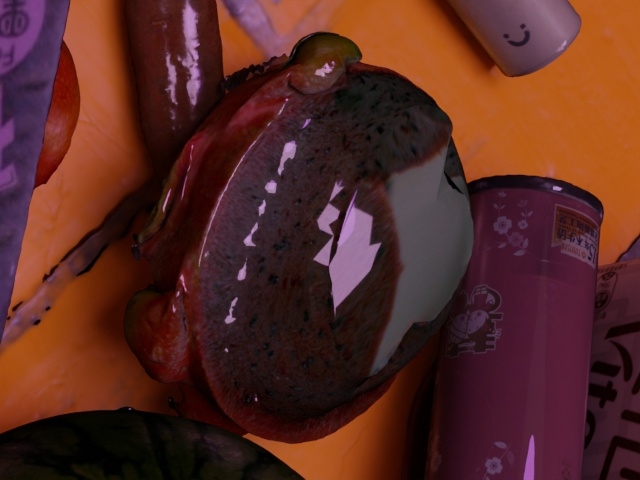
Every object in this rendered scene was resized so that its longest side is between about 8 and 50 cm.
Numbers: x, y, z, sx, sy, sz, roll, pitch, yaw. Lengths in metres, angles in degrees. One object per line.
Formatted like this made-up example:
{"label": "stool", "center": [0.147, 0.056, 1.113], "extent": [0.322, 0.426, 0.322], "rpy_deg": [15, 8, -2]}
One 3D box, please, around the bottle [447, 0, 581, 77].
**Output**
{"label": "bottle", "center": [0.104, -0.212, 1.121], "extent": [0.201, 0.072, 0.072], "rpy_deg": [47, 67, -25]}

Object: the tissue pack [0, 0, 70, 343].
{"label": "tissue pack", "center": [-0.242, -0.097, 0.694], "extent": [0.259, 0.122, 0.361], "rpy_deg": [-5, 121, -40]}

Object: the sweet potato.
{"label": "sweet potato", "center": [-0.090, -0.143, 1.007], "extent": [0.078, 0.058, 0.255], "rpy_deg": [5, 86, -50]}

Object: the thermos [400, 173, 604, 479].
{"label": "thermos", "center": [0.117, 0.126, 1.085], "extent": [0.109, 0.136, 0.330], "rpy_deg": [53, 42, -63]}

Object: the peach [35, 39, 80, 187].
{"label": "peach", "center": [-0.215, -0.097, 0.898], "extent": [0.151, 0.118, 0.151], "rpy_deg": [-1, 63, 3]}

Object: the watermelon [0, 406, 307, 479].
{"label": "watermelon", "center": [-0.078, 0.208, 0.856], "extent": [0.331, 0.189, 0.330], "rpy_deg": [22, 42, -22]}

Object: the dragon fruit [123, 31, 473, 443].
{"label": "dragon fruit", "center": [0.000, 0.000, 1.002], "extent": [0.295, 0.130, 0.268], "rpy_deg": [-49, 129, -33]}

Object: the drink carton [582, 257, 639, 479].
{"label": "drink carton", "center": [0.253, 0.165, 1.120], "extent": [0.132, 0.194, 0.324], "rpy_deg": [32, 61, -28]}
